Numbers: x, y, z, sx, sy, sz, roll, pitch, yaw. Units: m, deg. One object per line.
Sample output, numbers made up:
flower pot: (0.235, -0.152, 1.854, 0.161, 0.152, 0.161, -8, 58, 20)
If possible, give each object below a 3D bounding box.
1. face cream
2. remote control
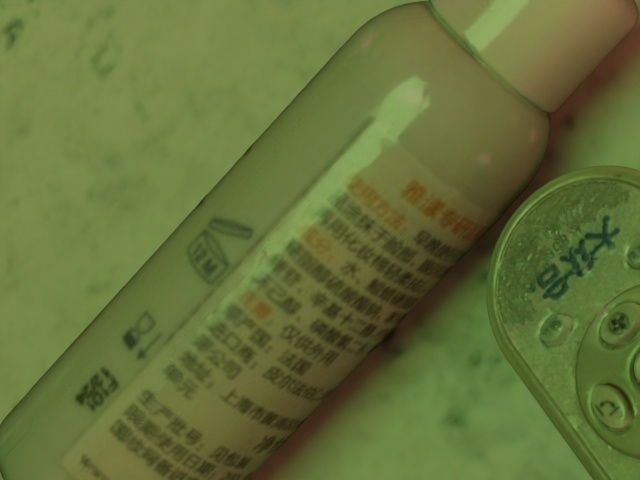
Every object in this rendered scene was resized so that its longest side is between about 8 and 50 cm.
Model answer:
face cream: (0.000, 0.000, 0.633, 0.269, 0.082, 0.082, -47, 58, 13)
remote control: (0.128, 0.068, 0.556, 0.078, 0.042, 0.221, -43, 60, 15)
